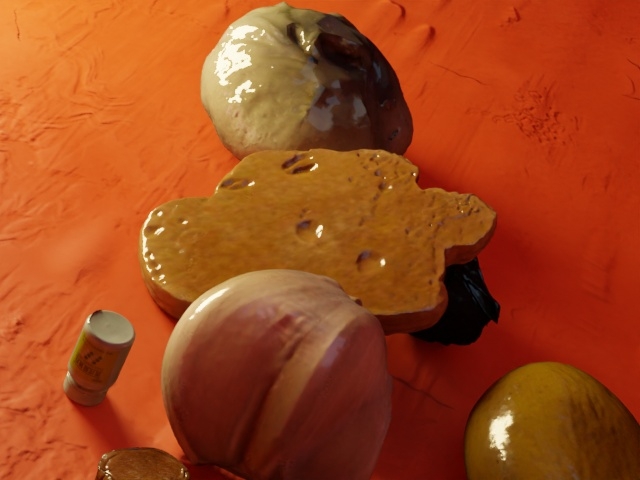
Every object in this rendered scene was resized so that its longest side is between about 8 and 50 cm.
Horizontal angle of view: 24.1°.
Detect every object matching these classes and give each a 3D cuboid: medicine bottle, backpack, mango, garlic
[{"bbox_3d":[-0.200,0.106,1.347,0.047,0.083,0.047,19,34,-13],"label":"medicine bottle"},{"bbox_3d":[0.120,0.039,1.641,0.120,0.106,0.165,20,35,-24],"label":"backpack"},{"bbox_3d":[0.237,0.248,1.410,0.195,0.142,0.332,9,37,-15],"label":"mango"},{"bbox_3d":[-0.032,0.118,1.363,0.217,0.110,0.228,23,63,1],"label":"garlic"}]

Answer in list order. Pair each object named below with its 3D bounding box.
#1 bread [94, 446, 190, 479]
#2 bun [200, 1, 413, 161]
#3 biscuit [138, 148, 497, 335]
[{"bbox_3d":[-0.153,0.215,1.264,0.085,0.053,0.085,12,27,-6],"label":"bread"},{"bbox_3d":[-0.014,-0.173,1.785,0.273,0.168,0.273,20,41,-18],"label":"bun"},{"bbox_3d":[0.000,0.003,1.556,0.376,0.051,0.269,-6,46,-7],"label":"biscuit"}]
